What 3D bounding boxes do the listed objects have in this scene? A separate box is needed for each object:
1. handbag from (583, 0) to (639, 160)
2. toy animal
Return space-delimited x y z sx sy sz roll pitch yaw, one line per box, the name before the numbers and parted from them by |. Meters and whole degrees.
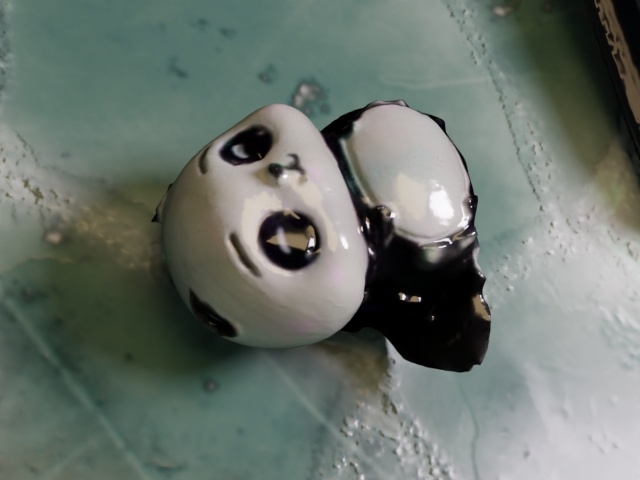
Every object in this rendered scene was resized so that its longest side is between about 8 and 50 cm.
handbag | 0.343 -0.161 1.375 0.326 0.118 0.269 -13 77 -25
toy animal | 0.000 0.000 1.163 0.179 0.138 0.166 -1 50 -25
